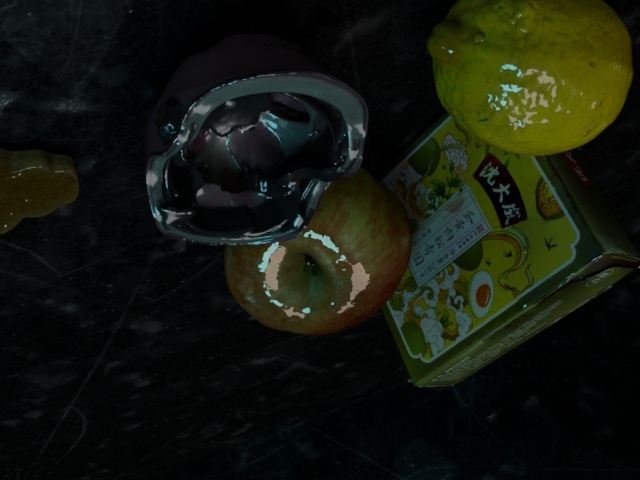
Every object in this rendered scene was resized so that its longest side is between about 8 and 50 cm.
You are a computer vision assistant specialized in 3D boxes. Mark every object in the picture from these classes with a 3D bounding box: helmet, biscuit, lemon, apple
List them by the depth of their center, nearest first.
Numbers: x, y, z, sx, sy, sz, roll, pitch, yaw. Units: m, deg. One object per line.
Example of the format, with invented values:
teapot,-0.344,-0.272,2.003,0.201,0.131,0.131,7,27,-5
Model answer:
helmet,-0.096,-0.148,1.094,0.271,0.197,0.338,3,139,-26
biscuit,-0.491,-0.055,1.142,0.320,0.047,0.183,-24,151,5
lemon,0.285,-0.240,1.155,0.320,0.245,0.245,8,141,-29
apple,0.000,0.000,1.373,0.302,0.301,0.301,-17,153,-9

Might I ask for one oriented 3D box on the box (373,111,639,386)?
box,0.256,-0.010,1.406,0.138,0.373,0.420,9,140,-43
